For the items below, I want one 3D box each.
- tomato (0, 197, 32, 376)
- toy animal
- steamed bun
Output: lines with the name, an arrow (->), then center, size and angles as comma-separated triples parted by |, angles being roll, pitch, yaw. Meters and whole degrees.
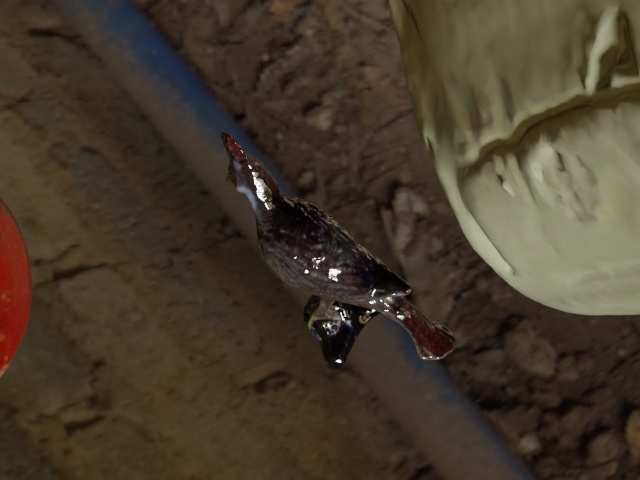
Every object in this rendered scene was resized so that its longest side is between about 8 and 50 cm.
tomato -> -0.335, 0.062, 1.268 | 0.140, 0.233, 0.200 | 33, 142, 36
toy animal -> -0.003, 0.005, 0.948 | 0.105, 0.070, 0.202 | -12, 124, 48
steamed bun -> 0.202, -0.195, 0.795 | 0.371, 0.290, 0.455 | -16, 86, 67
